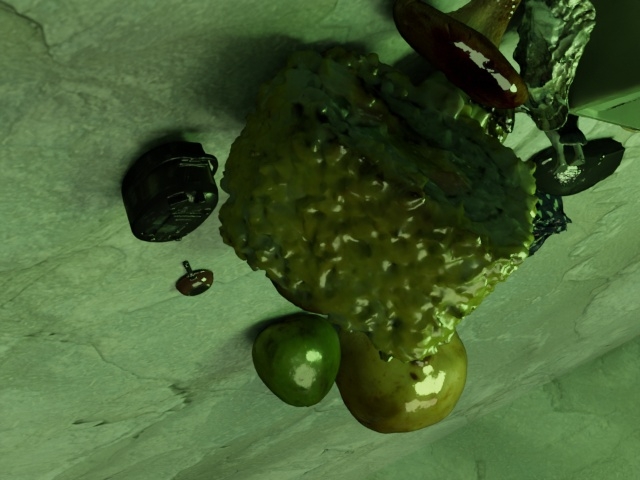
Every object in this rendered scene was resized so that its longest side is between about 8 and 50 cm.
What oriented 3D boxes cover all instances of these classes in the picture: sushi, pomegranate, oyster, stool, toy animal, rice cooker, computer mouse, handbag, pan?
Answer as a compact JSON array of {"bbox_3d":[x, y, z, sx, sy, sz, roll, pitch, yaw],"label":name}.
[{"bbox_3d":[0.075,-0.065,1.433,0.240,0.396,0.351,-57,179,33],"label":"sushi"},{"bbox_3d":[0.161,0.268,2.332,0.307,0.307,0.307,-21,156,-10],"label":"pomegranate"},{"bbox_3d":[0.317,-0.271,1.535,0.087,0.199,0.252,-12,166,-10],"label":"oyster"},{"bbox_3d":[0.509,-0.278,1.599,0.244,0.170,0.270,-15,166,41],"label":"stool"},{"bbox_3d":[0.373,-0.186,1.811,0.272,0.160,0.197,-17,158,-1],"label":"toy animal"},{"bbox_3d":[-0.206,-0.064,1.523,0.112,0.106,0.165,-1,157,-36],"label":"rice cooker"},{"bbox_3d":[0.485,-0.132,2.093,0.217,0.073,0.122,-10,152,-33],"label":"computer mouse"},{"bbox_3d":[0.383,-0.027,2.165,0.162,0.113,0.260,-31,164,28],"label":"handbag"},{"bbox_3d":[-0.215,0.067,1.876,0.068,0.023,0.115,-23,156,-3],"label":"pan"}]

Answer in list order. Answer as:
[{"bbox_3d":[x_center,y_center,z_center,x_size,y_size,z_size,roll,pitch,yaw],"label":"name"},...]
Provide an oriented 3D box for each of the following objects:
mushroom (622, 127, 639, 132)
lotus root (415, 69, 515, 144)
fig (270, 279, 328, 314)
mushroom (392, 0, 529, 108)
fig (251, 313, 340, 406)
[{"bbox_3d":[0.561,-0.248,1.918,0.088,0.097,0.212,13,174,22],"label":"mushroom"},{"bbox_3d":[0.176,-0.145,1.663,0.173,0.173,0.309,-6,145,-38],"label":"lotus root"},{"bbox_3d":[-0.014,-0.039,1.702,0.217,0.217,0.321,-27,134,2],"label":"fig"},{"bbox_3d":[0.232,-0.296,1.431,0.227,0.148,0.217,34,100,-37],"label":"mushroom"},{"bbox_3d":[-0.046,0.243,2.229,0.181,0.191,0.181,-18,-169,4],"label":"fig"}]
